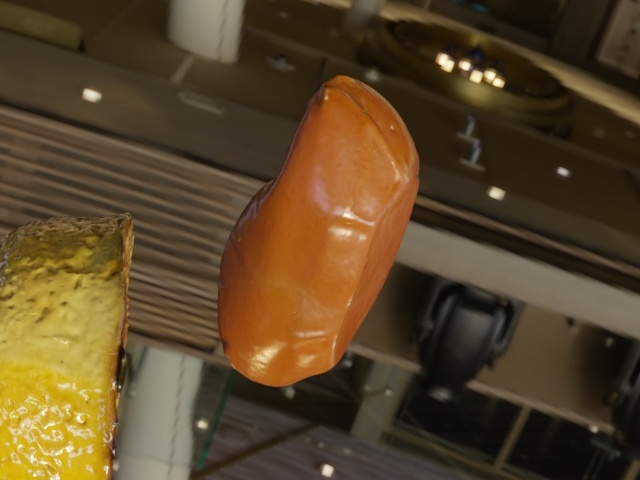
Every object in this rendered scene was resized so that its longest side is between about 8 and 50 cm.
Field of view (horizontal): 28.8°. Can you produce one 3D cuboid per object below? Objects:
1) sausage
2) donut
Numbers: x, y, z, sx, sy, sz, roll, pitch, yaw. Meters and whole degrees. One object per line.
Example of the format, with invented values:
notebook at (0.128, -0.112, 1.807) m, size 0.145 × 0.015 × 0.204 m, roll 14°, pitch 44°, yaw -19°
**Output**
sausage at (0.000, 0.000, 0.660) m, size 0.089 × 0.179 × 0.089 m, roll 17°, pitch -149°, yaw -11°
donut at (-0.299, 0.142, 1.377) m, size 0.163 × 0.378 × 0.435 m, roll 6°, pitch -142°, yaw -10°
